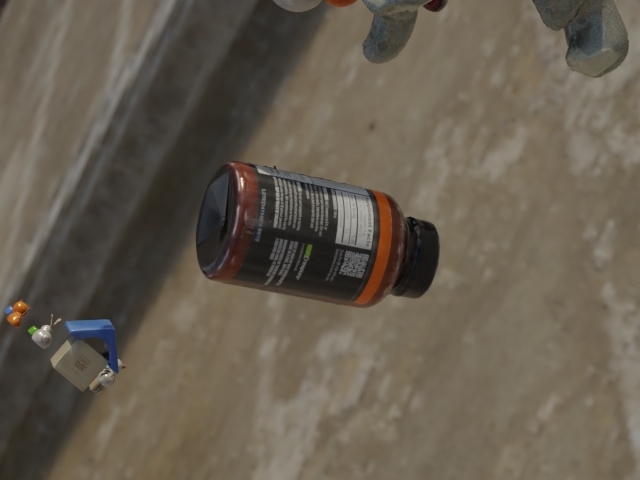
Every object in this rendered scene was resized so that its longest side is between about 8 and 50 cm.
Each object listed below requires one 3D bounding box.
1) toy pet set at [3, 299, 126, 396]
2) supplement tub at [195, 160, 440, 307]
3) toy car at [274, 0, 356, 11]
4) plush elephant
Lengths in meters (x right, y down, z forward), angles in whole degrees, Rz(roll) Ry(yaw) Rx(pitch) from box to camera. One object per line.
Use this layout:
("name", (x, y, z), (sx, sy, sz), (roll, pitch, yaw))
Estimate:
("toy pet set", (-0.232, 0.091, 1.767), (0.065, 0.122, 0.114), (-49, 16, -2))
("supplement tub", (0.000, 0.000, 1.581), (0.106, 0.198, 0.106), (-168, 90, -68))
("toy car", (0.024, -0.341, 2.140), (0.159, 0.136, 0.182), (-52, -17, -24))
("plush elephant", (0.108, -0.279, 1.762), (0.255, 0.330, 0.272), (-27, 43, -5))
